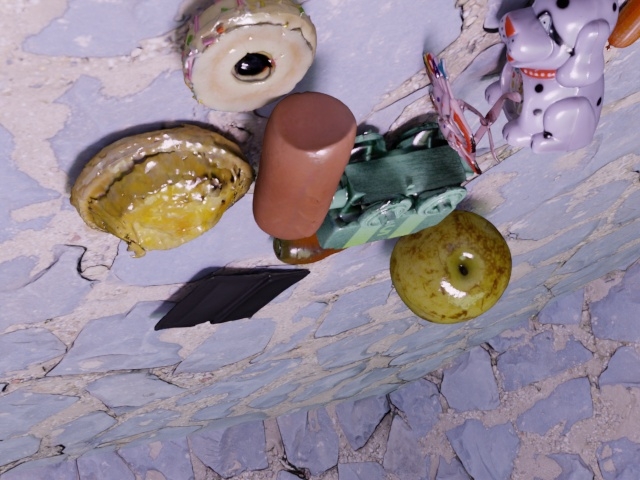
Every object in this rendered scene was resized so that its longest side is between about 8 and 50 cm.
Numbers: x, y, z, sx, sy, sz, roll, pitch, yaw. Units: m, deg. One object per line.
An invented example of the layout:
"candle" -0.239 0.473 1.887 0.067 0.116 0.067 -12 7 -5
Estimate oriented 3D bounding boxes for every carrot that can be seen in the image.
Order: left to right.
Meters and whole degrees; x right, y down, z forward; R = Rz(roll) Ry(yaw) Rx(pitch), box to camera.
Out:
"carrot" 0.000 0.000 1.392 0.193 0.087 0.087 -10 155 -25

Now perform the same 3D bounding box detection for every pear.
"pear" 0.296 0.059 1.580 0.283 0.283 0.283 -19 157 -8

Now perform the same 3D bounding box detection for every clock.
"clock" 0.349 -0.274 1.005 0.189 0.189 0.254 -19 146 -7

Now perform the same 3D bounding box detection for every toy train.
"toy train" 0.118 -0.086 1.211 0.299 0.167 0.238 -11 161 -23

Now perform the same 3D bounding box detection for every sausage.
"sausage" -0.032 -0.094 0.991 0.121 0.121 0.304 -15 160 -17
"sausage" 0.530 -0.404 1.002 0.053 0.053 0.348 -12 155 -24

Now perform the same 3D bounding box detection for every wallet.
"wallet" -0.202 0.135 1.567 0.247 0.041 0.323 -37 157 33

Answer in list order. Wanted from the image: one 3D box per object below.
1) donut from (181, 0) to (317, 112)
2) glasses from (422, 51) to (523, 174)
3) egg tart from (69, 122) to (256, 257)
"donut" -0.087 -0.229 0.822 0.174 0.068 0.174 -17 155 -8
"glasses" 0.220 -0.206 1.042 0.095 0.162 0.255 -35 160 1
"egg tart" -0.230 -0.055 1.031 0.290 0.107 0.291 -18 157 -8
